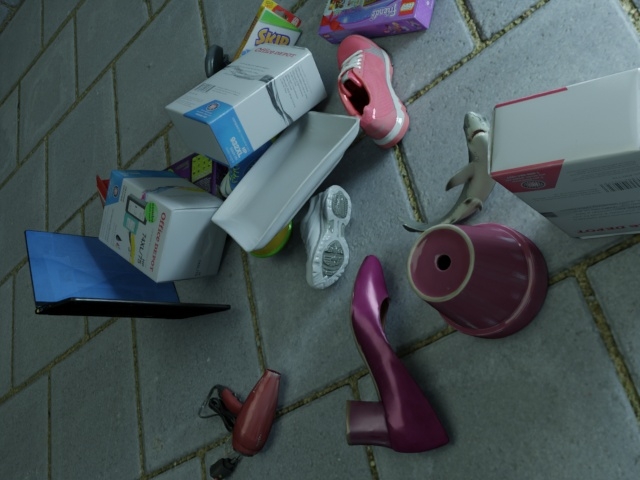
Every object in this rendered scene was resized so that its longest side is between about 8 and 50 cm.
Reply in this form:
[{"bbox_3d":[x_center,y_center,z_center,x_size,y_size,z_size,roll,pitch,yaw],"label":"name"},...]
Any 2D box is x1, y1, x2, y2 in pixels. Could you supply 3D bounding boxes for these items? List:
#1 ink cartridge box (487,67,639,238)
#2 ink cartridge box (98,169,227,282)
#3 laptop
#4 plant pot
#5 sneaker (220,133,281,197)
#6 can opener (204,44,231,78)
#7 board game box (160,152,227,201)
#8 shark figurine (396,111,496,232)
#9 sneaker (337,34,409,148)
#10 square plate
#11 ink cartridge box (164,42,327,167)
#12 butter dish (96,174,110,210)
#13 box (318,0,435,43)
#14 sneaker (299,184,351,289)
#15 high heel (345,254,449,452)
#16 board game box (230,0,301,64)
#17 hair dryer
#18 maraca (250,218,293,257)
[{"bbox_3d":[0.400,-0.106,0.948,0.207,0.283,0.117,-8,68,42],"label":"ink cartridge box"},{"bbox_3d":[-0.397,-0.043,1.701,0.270,0.197,0.198,29,111,35],"label":"ink cartridge box"},{"bbox_3d":[-0.488,0.071,1.649,0.408,0.381,0.237,-16,72,50],"label":"laptop"},{"bbox_3d":[0.247,0.055,1.114,0.201,0.180,0.201,-17,65,40],"label":"plant pot"},{"bbox_3d":[-0.201,-0.201,1.667,0.240,0.126,0.091,-39,53,28],"label":"sneaker"},{"bbox_3d":[-0.291,-0.402,1.853,0.074,0.093,0.281,-14,72,40],"label":"can opener"},{"bbox_3d":[-0.389,-0.127,1.883,0.346,0.056,0.208,-18,60,39],"label":"board game box"},{"bbox_3d":[0.267,-0.107,1.230,0.116,0.166,0.278,-88,22,-52],"label":"shark figurine"},{"bbox_3d":[0.091,-0.347,1.427,0.116,0.136,0.314,-37,53,28],"label":"sneaker"},{"bbox_3d":[-0.080,-0.135,1.452,0.347,0.049,0.344,-51,25,-4],"label":"square plate"},{"bbox_3d":[-0.174,-0.327,1.571,0.307,0.129,0.223,-40,38,-20],"label":"ink cartridge box"},{"bbox_3d":[-0.610,-0.122,2.052,0.160,0.118,0.160,47,151,41],"label":"butter dish"},{"bbox_3d":[0.135,-0.566,1.511,0.293,0.057,0.201,8,81,45],"label":"box"},{"bbox_3d":[0.000,0.000,1.449,0.115,0.090,0.232,-13,59,48],"label":"sneaker"},{"bbox_3d":[0.148,0.202,1.246,0.181,0.127,0.377,-3,68,14],"label":"high heel"},{"bbox_3d":[-0.150,-0.475,1.708,0.039,0.124,0.259,40,105,50],"label":"board game box"},{"bbox_3d":[-0.189,0.383,1.498,0.293,0.080,0.224,-41,52,27],"label":"hair dryer"},{"bbox_3d":[-0.116,-0.046,1.557,0.127,0.099,0.186,3,68,27],"label":"maraca"}]
